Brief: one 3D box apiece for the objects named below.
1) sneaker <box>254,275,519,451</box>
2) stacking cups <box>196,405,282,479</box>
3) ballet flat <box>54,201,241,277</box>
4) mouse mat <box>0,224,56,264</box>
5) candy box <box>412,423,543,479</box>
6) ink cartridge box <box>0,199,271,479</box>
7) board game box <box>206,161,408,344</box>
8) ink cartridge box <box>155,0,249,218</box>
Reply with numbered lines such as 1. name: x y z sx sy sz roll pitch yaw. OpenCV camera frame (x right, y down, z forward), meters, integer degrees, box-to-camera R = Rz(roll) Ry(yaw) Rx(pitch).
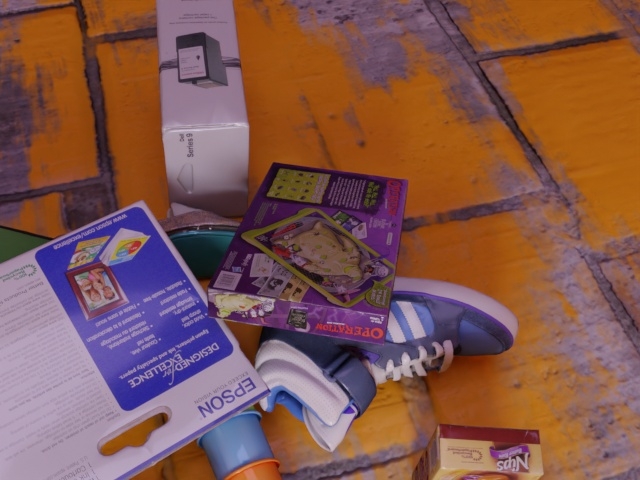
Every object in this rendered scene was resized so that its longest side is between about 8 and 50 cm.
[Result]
1. sneaker: 0.077 0.166 0.987 0.322 0.130 0.236 13 59 4
2. stacking cups: -0.103 0.251 0.927 0.096 0.096 0.316 -17 57 -16
3. ballet flat: -0.232 0.000 1.101 0.315 0.108 0.106 -9 48 -12
4. mouse mat: -0.426 0.055 1.040 0.189 0.007 0.153 14 99 7
5. candy box: 0.169 0.262 0.877 0.109 0.187 0.053 4 56 -1
6. ink cartridge box: -0.266 0.136 0.897 0.303 0.072 0.307 -27 68 -24
7. board game box: 0.000 0.000 1.015 0.208 0.056 0.347 5 30 9
8. ink cartridge box: -0.178 -0.201 1.184 0.121 0.211 0.289 -4 55 -8
